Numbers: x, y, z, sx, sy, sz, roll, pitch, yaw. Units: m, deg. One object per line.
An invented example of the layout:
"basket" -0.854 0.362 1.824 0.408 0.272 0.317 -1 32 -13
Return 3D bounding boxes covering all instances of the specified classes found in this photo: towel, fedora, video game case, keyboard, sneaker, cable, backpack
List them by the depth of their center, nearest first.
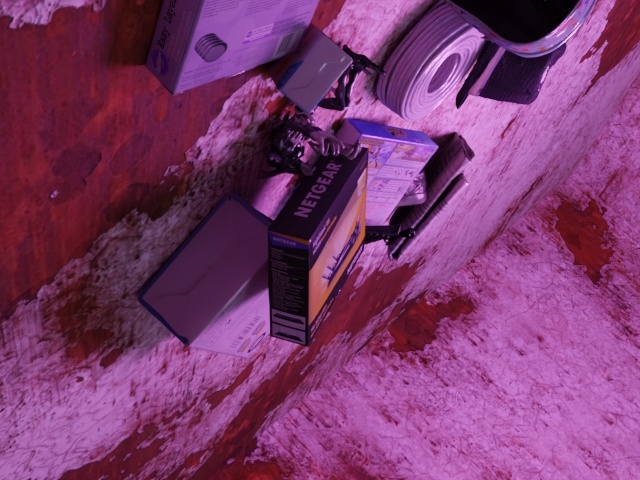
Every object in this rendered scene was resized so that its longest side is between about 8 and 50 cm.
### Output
"backpack" 0.351 -0.448 1.611 0.225 0.253 0.191 -52 156 12
"cable" 0.224 -0.353 1.830 0.257 0.089 0.257 -43 162 -10
"video game case" 0.091 -0.134 1.954 0.270 0.061 0.244 2 132 -49
"fedora" 0.424 -0.385 1.985 0.334 0.153 0.334 -58 176 -6
"keyboard" 0.113 -0.007 2.081 0.202 0.033 0.317 -2 177 -13
"sneaker" 0.150 -0.140 2.157 0.228 0.087 0.130 -11 114 -25
"towel" 0.281 -0.115 2.345 0.324 0.056 0.312 -53 -173 18

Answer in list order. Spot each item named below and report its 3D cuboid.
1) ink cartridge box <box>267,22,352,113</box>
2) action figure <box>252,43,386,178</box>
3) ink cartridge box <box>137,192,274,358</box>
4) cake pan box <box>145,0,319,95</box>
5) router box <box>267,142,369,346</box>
"ink cartridge box" -0.022 -0.270 1.406 0.104 0.062 0.181 -49 -159 10
"action figure" 0.000 -0.192 1.587 0.275 0.141 0.164 -55 173 20
"ink cartridge box" -0.150 0.086 1.824 0.270 0.151 0.395 -48 161 2
"cake pan box" -0.086 -0.331 1.200 0.267 0.070 0.245 -30 158 -42
"router box" 0.000 0.000 1.675 0.308 0.081 0.242 -58 156 -47
